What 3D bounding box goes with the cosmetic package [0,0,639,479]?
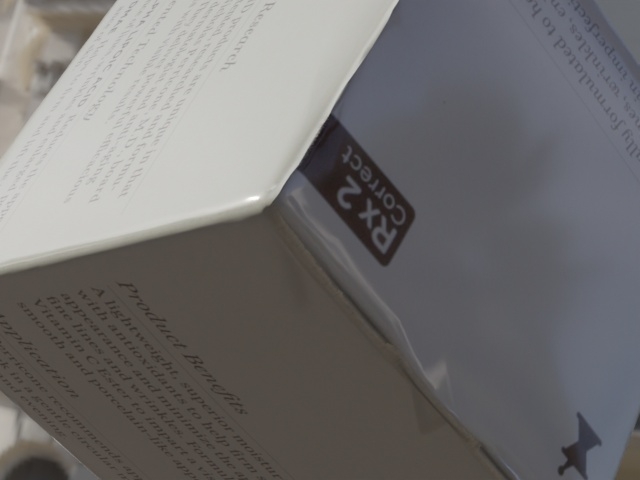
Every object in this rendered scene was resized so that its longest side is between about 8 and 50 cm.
[{"bbox_3d":[0.000,0.000,0.500,0.184,0.151,0.151,-11,-50,45],"label":"cosmetic package"}]
